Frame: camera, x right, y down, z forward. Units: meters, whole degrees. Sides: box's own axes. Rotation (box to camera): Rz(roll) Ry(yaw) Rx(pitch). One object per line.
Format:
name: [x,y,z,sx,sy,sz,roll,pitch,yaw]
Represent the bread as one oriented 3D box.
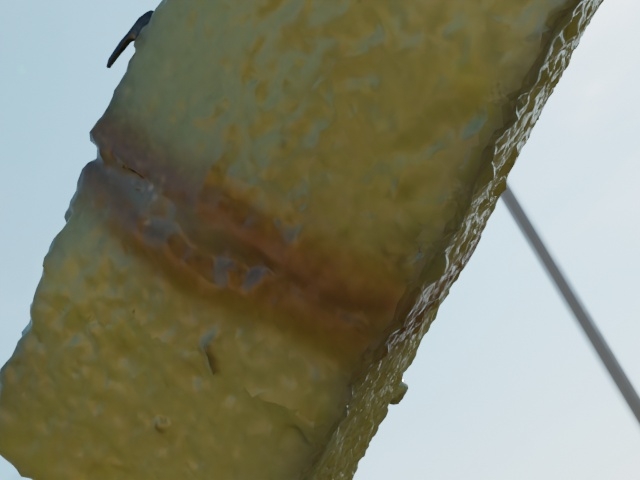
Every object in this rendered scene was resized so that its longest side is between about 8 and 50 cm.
bread: [0.000,0.000,0.433,0.178,0.142,0.266,17,-69,-19]
